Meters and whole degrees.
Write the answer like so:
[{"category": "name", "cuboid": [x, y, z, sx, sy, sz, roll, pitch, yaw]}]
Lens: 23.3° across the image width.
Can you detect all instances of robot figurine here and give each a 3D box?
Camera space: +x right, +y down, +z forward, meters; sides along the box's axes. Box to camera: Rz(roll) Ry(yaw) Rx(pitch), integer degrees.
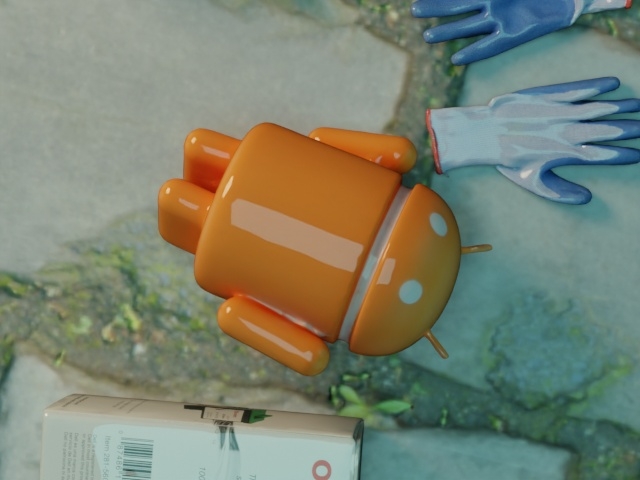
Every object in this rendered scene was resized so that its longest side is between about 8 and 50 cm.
[{"category": "robot figurine", "cuboid": [0.001, -0.002, 1.051, 0.219, 0.158, 0.128, 23, 117, 5]}]

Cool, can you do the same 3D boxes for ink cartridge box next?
[{"category": "ink cartridge box", "cuboid": [-0.082, 0.198, 1.085, 0.219, 0.092, 0.160, 5, 94, 6]}]

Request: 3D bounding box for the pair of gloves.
[{"category": "pair of gloves", "cuboid": [0.147, -0.121, 1.082, 0.159, 0.023, 0.198, -5, 92, 6]}]
